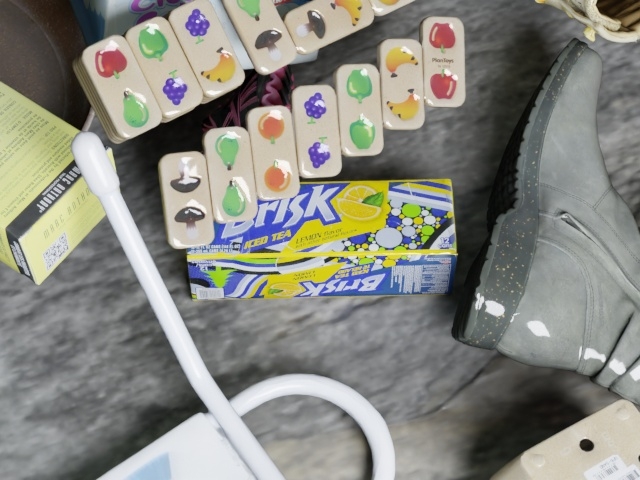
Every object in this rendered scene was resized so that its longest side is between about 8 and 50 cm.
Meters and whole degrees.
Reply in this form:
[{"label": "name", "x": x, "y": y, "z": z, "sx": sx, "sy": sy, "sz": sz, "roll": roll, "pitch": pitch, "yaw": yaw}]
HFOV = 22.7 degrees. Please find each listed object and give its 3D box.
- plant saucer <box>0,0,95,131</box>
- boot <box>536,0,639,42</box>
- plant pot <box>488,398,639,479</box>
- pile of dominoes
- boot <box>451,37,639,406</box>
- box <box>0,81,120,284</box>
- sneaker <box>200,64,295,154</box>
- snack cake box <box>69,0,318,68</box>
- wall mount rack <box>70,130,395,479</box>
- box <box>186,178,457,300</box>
[{"label": "plant saucer", "x": -0.300, "y": -0.097, "z": 1.080, "sx": 0.310, "sy": 0.050, "sz": 0.311, "roll": 0, "pitch": 56, "yaw": 0}, {"label": "boot", "x": 0.125, "y": -0.193, "z": 1.076, "sx": 0.261, "sy": 0.095, "sz": 0.203, "roll": -14, "pitch": 31, "yaw": -15}, {"label": "plant pot", "x": 0.155, "y": 0.151, "z": 0.889, "sx": 0.109, "sy": 0.096, "sz": 0.109, "roll": -26, "pitch": 60, "yaw": -16}, {"label": "pile of dominoes", "x": -0.023, "y": -0.130, "z": 0.977, "sx": 0.251, "sy": 0.040, "sz": 0.196, "roll": -28, "pitch": 97, "yaw": -17}, {"label": "boot", "x": 0.187, "y": -0.004, "z": 1.016, "sx": 0.161, "sy": 0.083, "sz": 0.247, "roll": 21, "pitch": 58, "yaw": -1}, {"label": "box", "x": -0.242, "y": -0.070, "z": 1.000, "sx": 0.232, "sy": 0.058, "sz": 0.087, "roll": 31, "pitch": 62, "yaw": 18}, {"label": "sneaker", "x": -0.052, "y": -0.087, "z": 1.080, "sx": 0.057, "sy": 0.047, "sz": 0.119, "roll": 4, "pitch": 55, "yaw": 16}, {"label": "snack cake box", "x": -0.108, "y": -0.227, "z": 1.100, "sx": 0.152, "sy": 0.089, "sz": 0.264, "roll": -8, "pitch": 46, "yaw": -21}, {"label": "wall mount rack", "x": -0.132, "y": 0.129, "z": 0.869, "sx": 0.350, "sy": 0.130, "sz": 0.304, "roll": -32, "pitch": 71, "yaw": -19}, {"label": "box", "x": 0.000, "y": 0.000, "z": 1.013, "sx": 0.168, "sy": 0.054, "sz": 0.059, "roll": -1, "pitch": 57, "yaw": -1}]
